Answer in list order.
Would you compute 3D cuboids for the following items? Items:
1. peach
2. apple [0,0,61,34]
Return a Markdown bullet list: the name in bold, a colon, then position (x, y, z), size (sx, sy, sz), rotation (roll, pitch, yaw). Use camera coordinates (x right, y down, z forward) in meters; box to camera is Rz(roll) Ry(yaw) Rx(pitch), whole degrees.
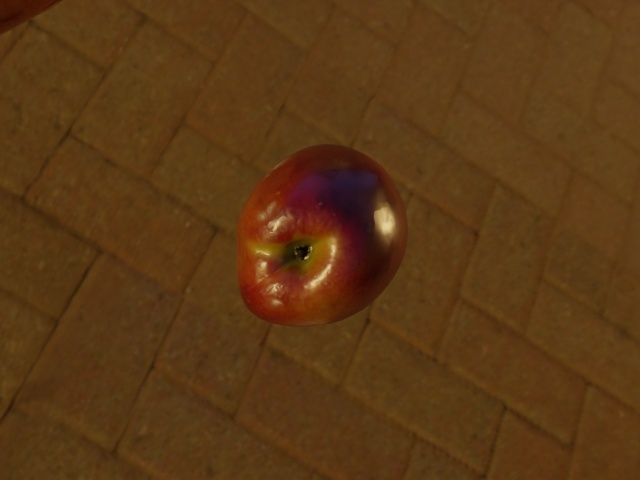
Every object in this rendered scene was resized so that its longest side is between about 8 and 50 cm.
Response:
- **peach**: position (0.000, 0.000, 1.437), size (0.199, 0.243, 0.243), rotation (35, 51, 6)
- **apple**: position (-0.213, -0.197, 0.625), size (0.196, 0.196, 0.196), rotation (14, 58, -23)
